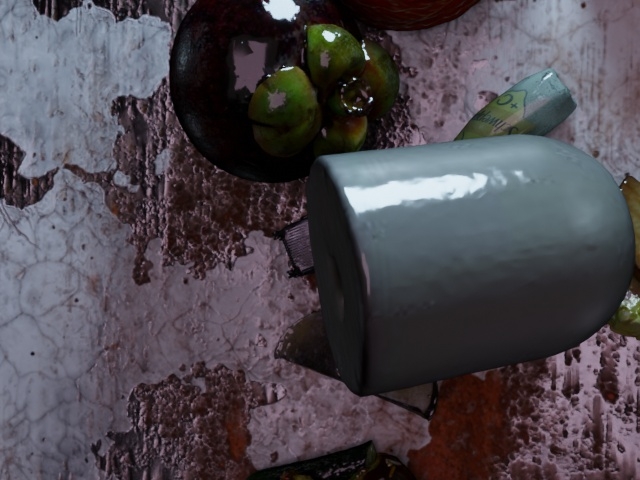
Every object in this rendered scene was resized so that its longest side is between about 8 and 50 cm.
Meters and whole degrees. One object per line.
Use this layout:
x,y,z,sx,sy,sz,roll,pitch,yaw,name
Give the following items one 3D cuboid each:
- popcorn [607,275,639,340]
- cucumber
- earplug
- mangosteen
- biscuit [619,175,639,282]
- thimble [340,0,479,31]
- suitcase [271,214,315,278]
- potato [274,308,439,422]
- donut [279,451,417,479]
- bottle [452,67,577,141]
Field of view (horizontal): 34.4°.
0.436,0.086,1.431,0.109,0.089,0.097,-11,70,7,popcorn
-0.017,0.351,1.549,0.214,0.052,0.058,-16,59,13,cucumber
0.202,0.021,1.341,0.394,0.312,0.313,-8,90,-9,earplug
-0.058,-0.226,1.406,0.300,0.300,0.300,0,92,12,mangosteen
0.491,0.006,1.419,0.176,0.031,0.229,-13,64,-18,biscuit
0.119,-0.472,1.408,0.350,0.230,0.350,0,93,11,thimble
0.000,0.000,1.533,0.126,0.059,0.086,-22,88,9,suitcase
0.078,0.172,1.511,0.261,0.100,0.120,20,81,26,potato
0.041,0.417,1.487,0.230,0.096,0.216,-3,111,3,donut
0.233,-0.139,1.466,0.269,0.083,0.083,-37,84,11,bottle
